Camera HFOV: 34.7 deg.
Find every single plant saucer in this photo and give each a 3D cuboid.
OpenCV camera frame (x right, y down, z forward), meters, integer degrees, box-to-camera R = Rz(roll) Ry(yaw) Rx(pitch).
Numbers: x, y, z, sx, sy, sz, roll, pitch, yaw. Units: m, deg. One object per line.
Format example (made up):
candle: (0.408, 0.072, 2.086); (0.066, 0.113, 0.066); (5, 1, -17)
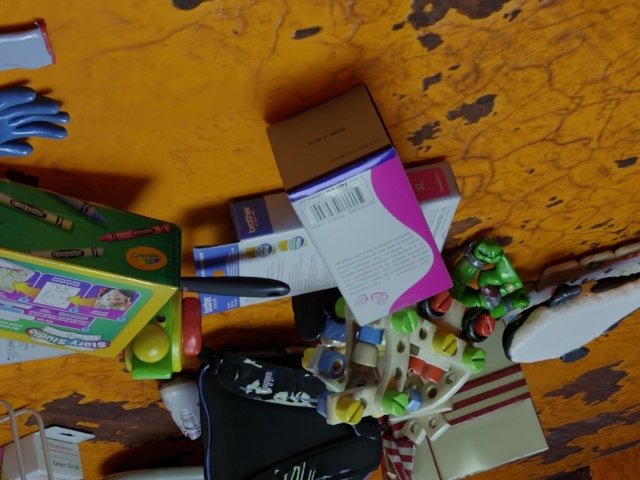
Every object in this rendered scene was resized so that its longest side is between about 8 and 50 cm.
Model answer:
plant saucer: (-0.211, 0.490, 1.935); (0.400, 0.101, 0.400); (-3, 164, -1)

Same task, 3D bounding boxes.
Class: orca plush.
orca plush: (0.393, 0.081, 1.554); (0.287, 0.102, 0.151); (-38, 129, 8)

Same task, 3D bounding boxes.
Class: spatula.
spatula: (-0.179, 0.037, 1.134); (0.296, 0.030, 0.084); (9, 156, 5)

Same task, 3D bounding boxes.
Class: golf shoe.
golf shoe: (-0.201, 0.266, 1.612); (0.067, 0.086, 0.186); (-18, 153, 6)

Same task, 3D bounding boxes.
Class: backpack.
backpack: (-0.047, 0.278, 1.531); (0.263, 0.277, 0.213); (-4, 180, -7)

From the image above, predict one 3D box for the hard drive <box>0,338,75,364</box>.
hard drive: (-0.425, 0.112, 1.182); (0.318, 0.040, 0.210); (-7, 163, -20)

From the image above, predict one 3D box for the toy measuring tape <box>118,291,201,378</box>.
toy measuring tape: (-0.199, 0.098, 1.256); (0.121, 0.121, 0.330); (-14, -179, -6)

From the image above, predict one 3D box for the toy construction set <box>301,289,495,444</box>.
toy construction set: (0.117, 0.164, 1.332); (0.151, 0.215, 0.327); (12, 167, 32)

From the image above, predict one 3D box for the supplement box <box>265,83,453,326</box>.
supplement box: (0.043, -0.030, 1.043); (0.111, 0.114, 0.220); (-23, 134, 5)

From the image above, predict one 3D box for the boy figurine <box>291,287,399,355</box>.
boy figurine: (0.091, 0.113, 1.469); (0.177, 0.092, 0.285); (-32, 151, 29)

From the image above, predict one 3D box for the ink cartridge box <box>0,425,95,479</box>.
ink cartridge box: (-0.476, 0.375, 1.688); (0.198, 0.067, 0.115); (-26, 153, 19)

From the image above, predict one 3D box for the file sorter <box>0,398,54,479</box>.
file sorter: (-0.516, 0.308, 1.388); (0.173, 0.193, 0.277); (-25, 154, 12)

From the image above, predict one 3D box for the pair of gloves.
pair of gloves: (-0.292, -0.121, 0.844); (0.159, 0.023, 0.198); (-10, 155, -13)

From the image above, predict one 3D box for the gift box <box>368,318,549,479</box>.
gift box: (0.199, 0.269, 1.672); (0.258, 0.255, 0.276); (-18, 161, -2)

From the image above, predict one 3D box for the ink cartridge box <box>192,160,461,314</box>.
ink cartridge box: (0.000, 0.000, 1.217); (0.311, 0.065, 0.186); (-13, 155, -10)

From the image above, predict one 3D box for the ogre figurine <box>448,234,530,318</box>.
ogre figurine: (0.226, 0.071, 1.460); (0.118, 0.097, 0.197); (-32, 164, 6)

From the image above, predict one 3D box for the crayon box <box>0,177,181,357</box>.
crayon box: (-0.296, 0.025, 1.006); (0.278, 0.081, 0.165); (15, 142, -29)

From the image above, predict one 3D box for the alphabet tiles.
alphabet tiles: (0.427, 0.079, 1.679); (0.284, 0.021, 0.278); (-15, 155, -3)
